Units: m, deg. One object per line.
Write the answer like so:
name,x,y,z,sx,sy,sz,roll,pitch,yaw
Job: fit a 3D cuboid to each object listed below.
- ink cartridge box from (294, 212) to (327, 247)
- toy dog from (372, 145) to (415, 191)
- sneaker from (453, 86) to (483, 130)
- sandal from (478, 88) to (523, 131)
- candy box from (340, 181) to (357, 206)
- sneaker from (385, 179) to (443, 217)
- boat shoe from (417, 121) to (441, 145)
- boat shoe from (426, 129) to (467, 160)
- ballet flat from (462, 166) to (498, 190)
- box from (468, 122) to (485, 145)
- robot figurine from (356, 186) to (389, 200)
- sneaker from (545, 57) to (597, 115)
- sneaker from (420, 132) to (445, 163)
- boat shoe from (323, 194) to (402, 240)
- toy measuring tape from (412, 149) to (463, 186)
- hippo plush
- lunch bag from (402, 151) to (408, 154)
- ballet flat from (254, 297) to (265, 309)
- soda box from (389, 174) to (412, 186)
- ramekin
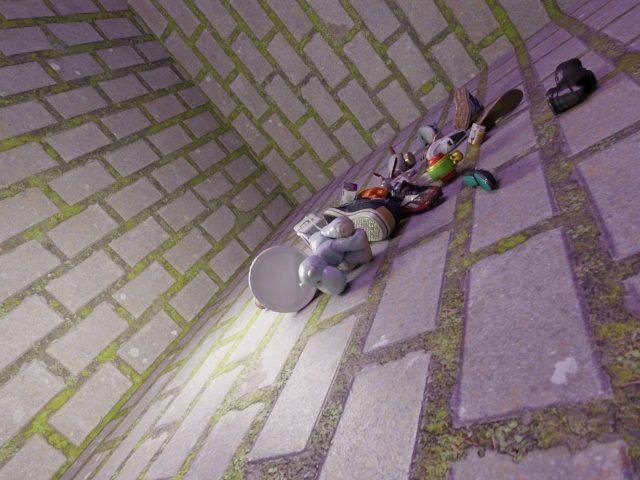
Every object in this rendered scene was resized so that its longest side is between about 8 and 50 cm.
ink cartridge box,0.000,0.000,1.824,0.121,0.211,0.289,-39,13,-2
toy dog,0.392,-0.408,2.201,0.220,0.161,0.333,-35,13,26
sneaker,0.787,-0.670,2.133,0.099,0.153,0.282,-23,51,49
sandal,0.784,-0.582,1.795,0.240,0.088,0.079,-45,17,3
candy box,0.131,-0.156,1.991,0.159,0.071,0.233,-72,-10,-70
sneaker,0.348,-0.173,1.552,0.097,0.135,0.276,-44,13,-25
boat shoe,0.643,-0.619,2.327,0.105,0.113,0.306,-33,-3,9
boat shoe,0.607,-0.467,1.933,0.226,0.083,0.076,-43,11,-14
ballet flat,0.522,-0.206,1.290,0.074,0.074,0.203,-39,10,7
box,0.672,-0.460,1.738,0.136,0.028,0.081,-77,-2,-69
robot figurine,0.247,-0.188,1.934,0.219,0.128,0.158,179,107,-72
sneaker,0.871,-0.537,1.369,0.130,0.109,0.286,-14,37,52
sneaker,0.577,-0.473,2.061,0.215,0.084,0.083,-48,9,-29
boat shoe,0.171,-0.092,1.720,0.156,0.187,0.500,-39,16,-20
toy measuring tape,0.457,-0.270,1.646,0.121,0.121,0.330,-47,5,-28
hippo plush,0.027,0.056,1.431,0.236,0.294,0.234,-60,0,-38
lunch bag,0.509,-0.490,2.404,0.071,0.053,0.083,-45,22,-15
ballet flat,-0.199,0.206,1.981,0.124,0.116,0.342,-8,28,31
soda box,0.381,-0.245,1.851,0.069,0.074,0.216,-39,12,10
ramekin,-0.140,0.149,1.623,0.273,0.273,0.127,-39,-1,5
